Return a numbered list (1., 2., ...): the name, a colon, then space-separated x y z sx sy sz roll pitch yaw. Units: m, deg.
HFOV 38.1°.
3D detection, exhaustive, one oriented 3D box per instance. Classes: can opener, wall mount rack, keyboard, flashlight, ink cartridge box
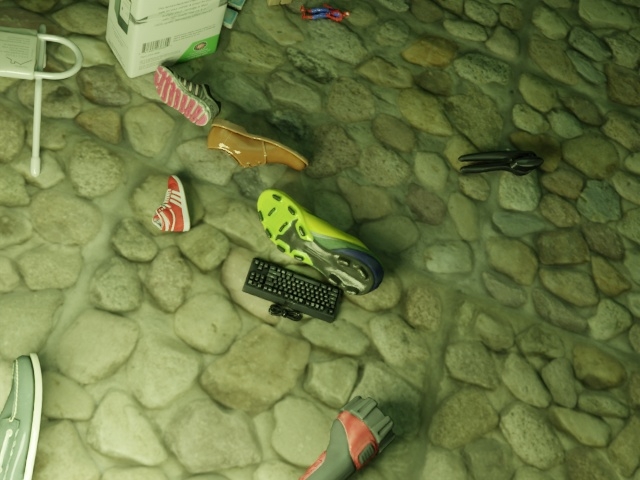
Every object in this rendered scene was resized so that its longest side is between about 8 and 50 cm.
1. can opener: 0.389 -0.174 2.019 0.186 0.073 0.059 0 68 -7
2. wall mount rack: -0.627 -0.283 1.728 0.349 0.130 0.304 3 56 -16
3. keyboard: -0.055 0.101 1.735 0.180 0.023 0.108 20 57 -4
4. flashlight: -0.009 0.385 1.542 0.304 0.103 0.103 -36 80 -27
5. ink cartridge box: -0.300 -0.483 1.844 0.211 0.289 0.122 -23 69 -28

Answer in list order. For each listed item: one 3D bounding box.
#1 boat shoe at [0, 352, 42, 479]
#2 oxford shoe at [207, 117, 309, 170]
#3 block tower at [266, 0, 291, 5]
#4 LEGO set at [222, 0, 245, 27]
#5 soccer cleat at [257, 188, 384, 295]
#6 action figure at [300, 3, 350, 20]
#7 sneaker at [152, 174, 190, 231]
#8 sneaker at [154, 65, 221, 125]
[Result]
1. boat shoe: -0.484 0.321 1.414 0.099 0.116 0.320 7 64 -18
2. oxford shoe: -0.127 -0.175 1.860 0.212 0.076 0.076 19 84 -5
3. block tower: -0.133 -0.704 2.149 0.090 0.097 0.336 -13 67 -24
4. LEGO set: -0.278 -0.588 2.056 0.244 0.060 0.182 23 52 -3
5. soccer cleat: 0.000 0.001 1.789 0.289 0.093 0.121 38 26 12
6. action figure: 0.014 -0.523 2.126 0.115 0.030 0.038 0 55 -20
7. sneaker: -0.290 -0.070 1.750 0.067 0.042 0.119 -6 64 -24
8. sneaker: -0.267 -0.298 1.884 0.170 0.063 0.074 41 38 20
